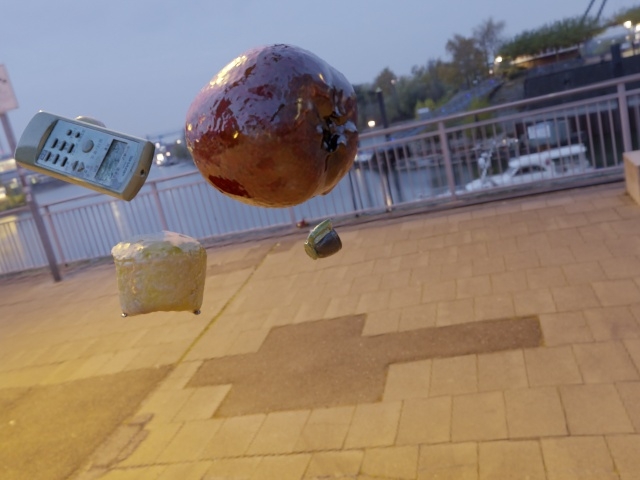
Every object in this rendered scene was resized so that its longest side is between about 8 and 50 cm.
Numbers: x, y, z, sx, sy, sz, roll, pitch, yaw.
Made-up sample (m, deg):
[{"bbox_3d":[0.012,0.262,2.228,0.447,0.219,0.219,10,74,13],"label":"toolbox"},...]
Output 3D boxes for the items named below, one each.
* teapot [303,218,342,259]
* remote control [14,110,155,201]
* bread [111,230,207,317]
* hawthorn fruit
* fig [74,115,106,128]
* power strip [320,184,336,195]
[{"bbox_3d":[-0.005,-0.002,1.585,0.090,0.124,0.092,-37,37,-24],"label":"teapot"},{"bbox_3d":[-0.368,-0.134,0.908,0.233,0.098,0.038,18,-11,19],"label":"remote control"},{"bbox_3d":[-0.321,0.065,1.185,0.197,0.171,0.197,0,-1,0],"label":"bread"},{"bbox_3d":[-0.109,-0.194,1.068,0.369,0.285,0.284,-8,12,41],"label":"hawthorn fruit"},{"bbox_3d":[-0.527,-0.247,1.401,0.166,0.093,0.093,12,23,26],"label":"fig"},{"bbox_3d":[0.004,-0.191,1.473,0.078,0.154,0.154,26,-3,-21],"label":"power strip"}]
